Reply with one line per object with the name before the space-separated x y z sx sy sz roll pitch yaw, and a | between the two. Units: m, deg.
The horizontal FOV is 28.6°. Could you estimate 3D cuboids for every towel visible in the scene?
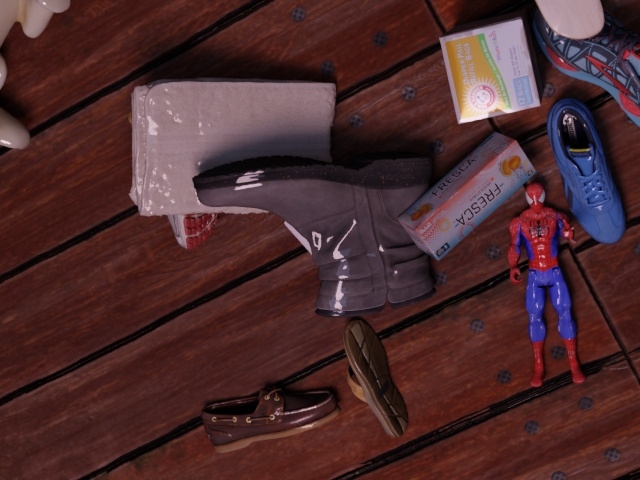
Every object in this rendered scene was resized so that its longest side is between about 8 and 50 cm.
towel | -0.118 -0.126 1.706 0.282 0.049 0.187 -1 102 -16

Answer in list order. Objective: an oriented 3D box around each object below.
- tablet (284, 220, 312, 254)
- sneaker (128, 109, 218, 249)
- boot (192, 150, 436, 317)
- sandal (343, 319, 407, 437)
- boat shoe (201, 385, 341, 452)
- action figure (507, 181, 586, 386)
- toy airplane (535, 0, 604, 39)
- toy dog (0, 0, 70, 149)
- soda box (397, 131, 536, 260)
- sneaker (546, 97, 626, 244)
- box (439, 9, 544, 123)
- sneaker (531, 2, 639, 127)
tablet | -0.006 -0.011 1.782 0.054 0.006 0.083 -41 91 17
sneaker | -0.207 -0.097 1.774 0.093 0.088 0.225 -4 104 36
boot | 0.000 0.000 1.675 0.338 0.118 0.222 -2 101 -12
sandal | 0.069 0.202 1.788 0.049 0.072 0.180 -16 103 36
boat shoe | -0.076 0.249 1.817 0.207 0.073 0.073 -18 100 14
action figure | 0.302 0.064 1.674 0.091 0.139 0.280 -7 98 11
toy airplane | 0.224 -0.473 1.431 0.386 0.272 0.384 25 83 -12
toy dog | -0.505 -0.371 1.695 0.395 0.284 0.408 38 112 40
soda box | 0.194 -0.060 1.662 0.183 0.058 0.063 -41 118 -7
sneaker | 0.349 -0.087 1.657 0.069 0.082 0.209 -19 99 13
box | 0.220 -0.222 1.588 0.103 0.203 0.114 -12 100 13
sneaker | 0.389 -0.239 1.583 0.262 0.125 0.104 35 76 -2
